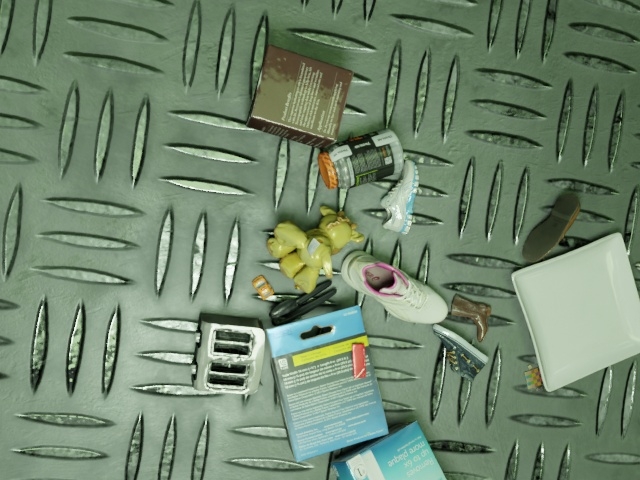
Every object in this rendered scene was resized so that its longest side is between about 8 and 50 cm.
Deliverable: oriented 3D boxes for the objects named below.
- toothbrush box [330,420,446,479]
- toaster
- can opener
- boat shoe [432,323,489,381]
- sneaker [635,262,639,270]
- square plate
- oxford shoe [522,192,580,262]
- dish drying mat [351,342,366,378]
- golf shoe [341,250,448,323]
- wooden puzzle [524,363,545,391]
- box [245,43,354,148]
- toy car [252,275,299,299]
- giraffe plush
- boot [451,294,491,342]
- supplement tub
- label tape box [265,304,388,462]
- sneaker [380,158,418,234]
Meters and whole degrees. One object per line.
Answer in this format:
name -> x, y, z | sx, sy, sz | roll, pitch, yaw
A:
toothbrush box -> 0.194, 0.625, 1.373 | 0.216, 0.126, 0.295 | -20, 77, -24
toaster -> -0.214, 0.272, 1.351 | 0.186, 0.110, 0.168 | 8, 92, -11
can opener -> -0.042, 0.159, 1.406 | 0.186, 0.073, 0.059 | -23, 89, -18
boat shoe -> 0.353, 0.296, 1.483 | 0.183, 0.065, 0.083 | 36, 85, -12
sneaker -> 0.921, 0.093, 1.598 | 0.083, 0.032, 0.037 | 27, 88, -10
square plate -> 0.712, 0.193, 1.555 | 0.344, 0.049, 0.347 | -20, 97, -10
oxford shoe -> 0.628, -0.021, 1.521 | 0.212, 0.076, 0.076 | -52, 140, 6
dish drying mat -> 0.093, 0.288, 1.355 | 0.032, 0.008, 0.083 | -3, 93, -10
golf shoe -> 0.196, 0.131, 1.409 | 0.306, 0.140, 0.115 | 27, 86, -12
wooden puzzle -> 0.589, 0.380, 1.562 | 0.049, 0.006, 0.083 | -16, 96, -10
box -> -0.052, -0.327, 1.321 | 0.203, 0.167, 0.168 | 15, 91, -11
toy car -> -0.105, 0.107, 1.398 | 0.122, 0.040, 0.060 | -17, 96, -9
giraffe plush -> 0.000, 0.000, 1.364 | 0.170, 0.210, 0.181 | -37, 96, -36
boot -> 0.389, 0.207, 1.499 | 0.114, 0.037, 0.106 | 17, 77, -14
supplement tub -> 0.097, -0.195, 1.382 | 0.190, 0.117, 0.117 | -18, 96, -10
label tape box -> 0.010, 0.339, 1.399 | 0.241, 0.106, 0.333 | -13, 94, -10
sneaker -> 0.196, -0.113, 1.432 | 0.083, 0.071, 0.190 | 8, 91, -5
